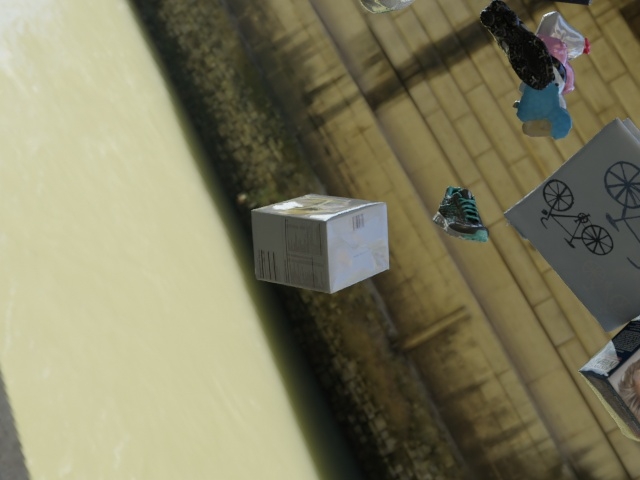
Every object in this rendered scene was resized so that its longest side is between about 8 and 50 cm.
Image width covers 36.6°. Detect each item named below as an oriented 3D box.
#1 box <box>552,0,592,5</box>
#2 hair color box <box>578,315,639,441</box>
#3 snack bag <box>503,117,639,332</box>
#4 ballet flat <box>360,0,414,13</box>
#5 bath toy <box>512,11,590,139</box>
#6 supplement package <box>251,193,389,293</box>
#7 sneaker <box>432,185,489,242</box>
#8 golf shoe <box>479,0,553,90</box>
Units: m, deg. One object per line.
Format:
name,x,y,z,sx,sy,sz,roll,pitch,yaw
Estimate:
box,0.424,-0.545,1.838,0.108,0.207,0.153,89,10,-56
hair color box,0.667,0.199,1.795,0.174,0.347,0.105,52,-12,-11
snack bag,0.538,-0.012,1.763,0.323,0.342,0.037,50,49,6
ballet flat,0.089,-0.536,1.498,0.139,0.139,0.400,30,57,-69
bath toy,0.491,-0.350,2.035,0.129,0.151,0.348,21,44,4
supplement package,0.000,0.000,1.967,0.194,0.203,0.149,-19,111,-48
sneaker,0.235,-0.047,1.604,0.065,0.076,0.166,9,14,-19
golf shoe,0.389,-0.378,1.877,0.198,0.077,0.094,58,16,5
